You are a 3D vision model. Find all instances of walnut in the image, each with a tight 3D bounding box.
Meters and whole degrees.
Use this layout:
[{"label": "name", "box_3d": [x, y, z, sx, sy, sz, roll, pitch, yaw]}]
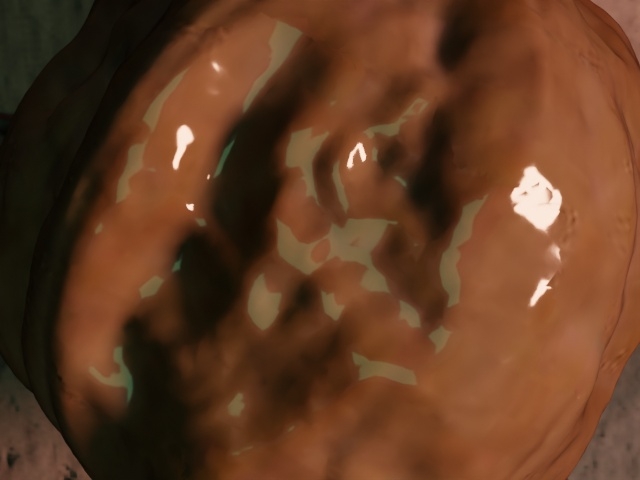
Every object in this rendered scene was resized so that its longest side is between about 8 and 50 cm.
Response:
[{"label": "walnut", "box_3d": [-0.002, -0.002, 0.508, 0.273, 0.227, 0.273, 2, 99, 14]}]
